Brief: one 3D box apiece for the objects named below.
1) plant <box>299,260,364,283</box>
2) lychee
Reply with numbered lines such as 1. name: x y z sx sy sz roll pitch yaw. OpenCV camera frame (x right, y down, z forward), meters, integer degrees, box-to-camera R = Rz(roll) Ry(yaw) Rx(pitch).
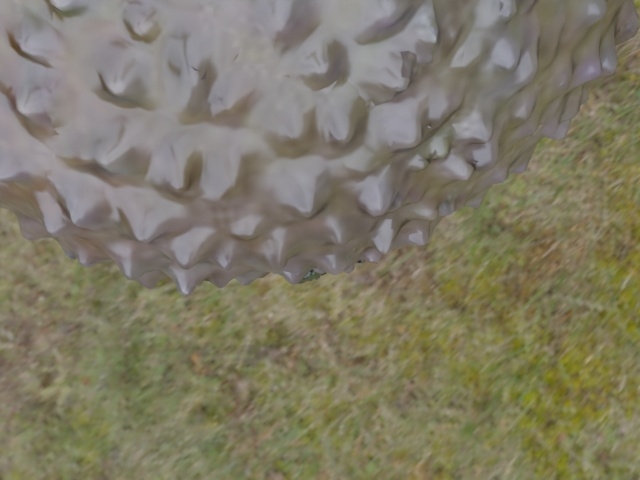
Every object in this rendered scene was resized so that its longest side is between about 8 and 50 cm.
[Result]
1. plant: 0.000 0.000 1.301 0.085 0.174 0.087 46 112 6
2. lychee: -0.039 -0.178 0.612 0.380 0.380 0.432 32 142 15
